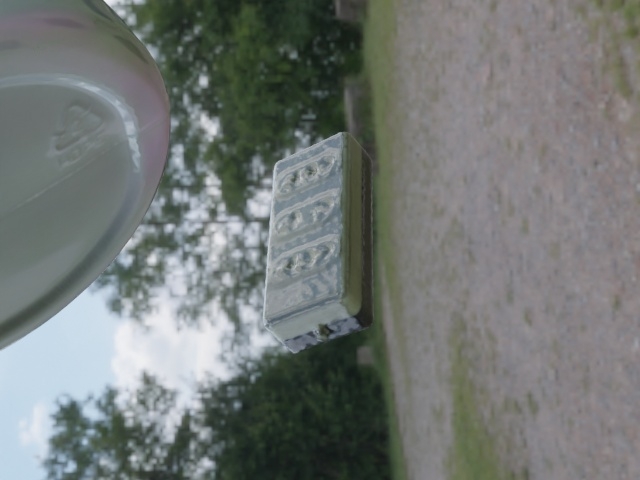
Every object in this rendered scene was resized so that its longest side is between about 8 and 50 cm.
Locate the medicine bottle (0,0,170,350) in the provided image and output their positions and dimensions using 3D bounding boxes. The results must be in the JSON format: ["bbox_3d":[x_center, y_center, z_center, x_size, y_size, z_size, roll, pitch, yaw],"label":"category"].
[{"bbox_3d":[-0.244,-0.081,0.586,0.241,0.252,0.252,46,162,22],"label":"medicine bottle"}]

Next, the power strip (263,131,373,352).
[{"bbox_3d":[0.000,0.000,1.153,0.070,0.105,0.257,45,-147,-38],"label":"power strip"}]
